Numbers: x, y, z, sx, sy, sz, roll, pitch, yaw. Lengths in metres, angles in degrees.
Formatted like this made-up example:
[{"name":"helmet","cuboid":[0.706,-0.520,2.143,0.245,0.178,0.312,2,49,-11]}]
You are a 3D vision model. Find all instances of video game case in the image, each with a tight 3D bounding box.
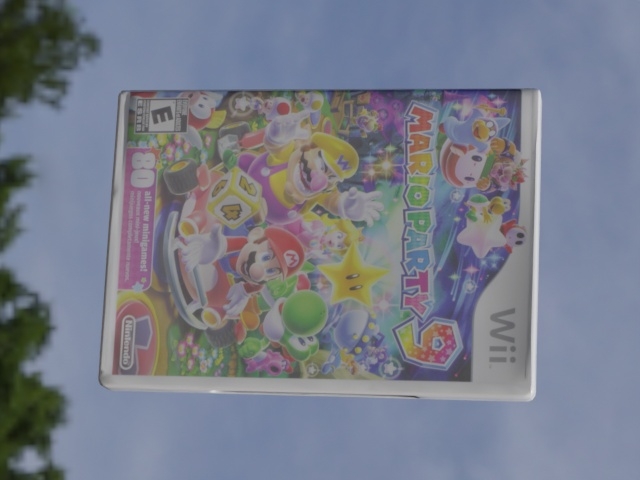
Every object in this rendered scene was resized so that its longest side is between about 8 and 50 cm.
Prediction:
[{"name":"video game case","cuboid":[0.000,0.000,0.493,0.011,0.122,0.087,52,39,-75]}]
